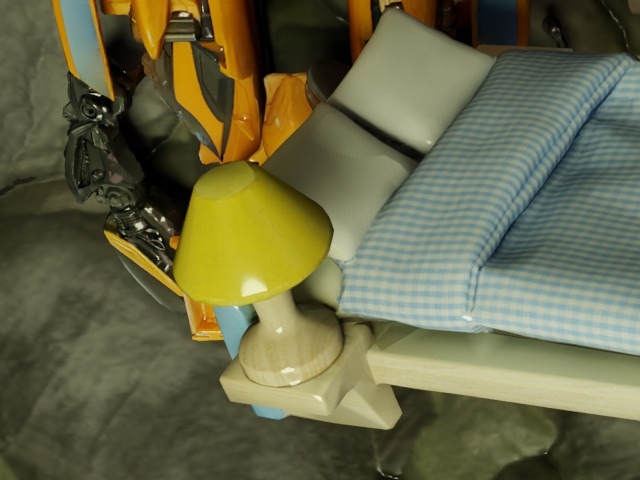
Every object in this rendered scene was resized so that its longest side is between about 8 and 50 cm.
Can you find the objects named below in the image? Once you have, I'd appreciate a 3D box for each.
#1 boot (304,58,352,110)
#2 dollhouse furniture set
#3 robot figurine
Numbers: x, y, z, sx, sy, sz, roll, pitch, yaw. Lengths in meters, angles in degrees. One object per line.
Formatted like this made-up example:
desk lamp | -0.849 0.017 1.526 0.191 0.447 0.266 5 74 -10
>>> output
boot | 0.000 0.000 0.688 0.106 0.037 0.114 43 124 -17
dollhouse furniture set | 0.130 -0.085 0.508 0.286 0.303 0.198 7 131 34
robot figurine | -0.009 -0.071 0.711 0.211 0.085 0.291 -1 124 9
